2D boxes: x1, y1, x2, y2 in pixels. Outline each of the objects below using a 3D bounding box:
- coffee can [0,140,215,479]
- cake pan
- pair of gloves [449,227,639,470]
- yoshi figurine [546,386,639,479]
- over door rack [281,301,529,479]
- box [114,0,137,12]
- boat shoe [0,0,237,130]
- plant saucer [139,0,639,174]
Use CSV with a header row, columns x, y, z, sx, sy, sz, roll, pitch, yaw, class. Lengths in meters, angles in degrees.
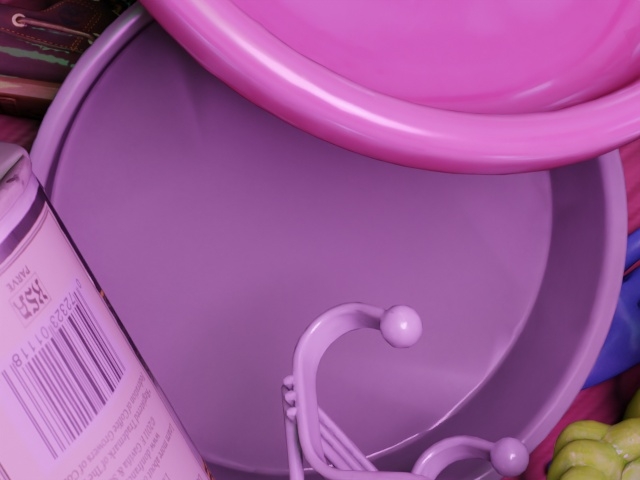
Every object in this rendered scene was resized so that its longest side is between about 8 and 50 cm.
x,y,z,sx,sy,sz,roll,pitch,yaw,class
-0.139,0.127,0.745,0.201,0.201,0.275,-34,110,-16,coffee can
0.000,0.000,0.869,0.293,0.054,0.293,-3,103,-13,cake pan
0.159,0.084,0.958,0.159,0.023,0.198,-29,84,-15,pair of gloves
0.204,0.115,0.763,0.203,0.362,0.203,-35,110,11,yoshi figurine
0.069,0.212,0.745,0.239,0.108,0.324,51,33,-39,over door rack
-0.150,-0.217,0.932,0.207,0.036,0.114,35,75,-5,box
-0.127,-0.092,0.896,0.207,0.073,0.073,9,81,-12,boat shoe
0.042,-0.177,0.791,0.332,0.084,0.332,6,70,-17,plant saucer
